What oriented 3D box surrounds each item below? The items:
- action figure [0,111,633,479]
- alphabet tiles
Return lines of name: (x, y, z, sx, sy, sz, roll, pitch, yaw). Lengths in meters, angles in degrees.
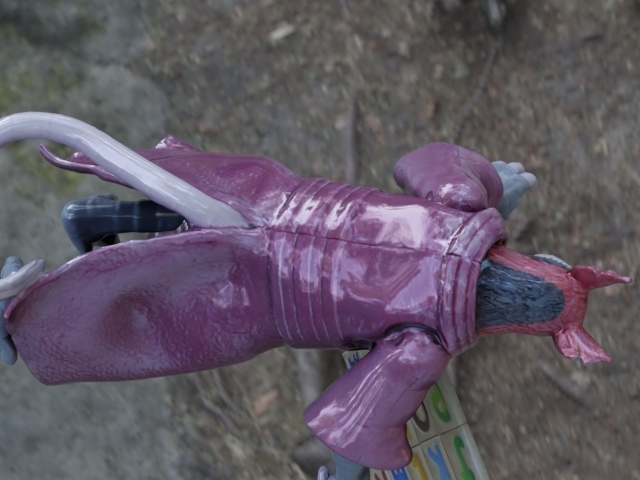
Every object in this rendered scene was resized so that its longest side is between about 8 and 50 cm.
action figure: (0.000, 0.000, 1.090, 0.370, 0.275, 0.248, 4, 63, 22)
alphabet tiles: (0.063, 0.158, 1.217, 0.009, 0.237, 0.198, -19, 81, -20)
